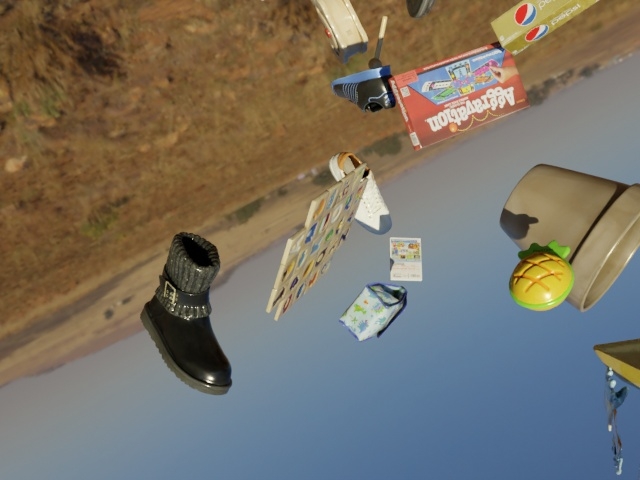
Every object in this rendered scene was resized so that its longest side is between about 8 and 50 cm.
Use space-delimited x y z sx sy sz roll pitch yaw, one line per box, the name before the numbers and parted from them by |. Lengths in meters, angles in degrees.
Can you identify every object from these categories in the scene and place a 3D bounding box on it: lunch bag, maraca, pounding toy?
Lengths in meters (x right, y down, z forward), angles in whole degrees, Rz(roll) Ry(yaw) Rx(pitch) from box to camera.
lunch bag | 0.140 0.171 1.747 0.129 0.096 0.151 -52 159 24
maraca | 0.446 0.067 1.447 0.127 0.099 0.185 -5 -139 26
pounding toy | 0.095 -0.598 2.006 0.155 0.269 0.154 -30 -165 -2

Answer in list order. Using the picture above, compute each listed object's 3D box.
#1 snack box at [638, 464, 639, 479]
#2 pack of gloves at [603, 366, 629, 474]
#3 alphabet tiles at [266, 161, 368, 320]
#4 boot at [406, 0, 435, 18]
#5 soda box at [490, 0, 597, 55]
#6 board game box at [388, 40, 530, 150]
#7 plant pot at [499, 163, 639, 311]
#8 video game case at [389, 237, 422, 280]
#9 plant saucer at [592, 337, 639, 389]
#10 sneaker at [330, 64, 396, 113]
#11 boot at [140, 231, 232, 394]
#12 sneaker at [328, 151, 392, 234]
snack box | 0.730 0.519 1.260 0.060 0.322 0.187 92 17 -50
pack of gloves | 0.671 0.403 1.601 0.046 0.195 0.232 -7 144 16
alphabet tiles | 0.000 0.000 1.427 0.342 0.011 0.285 -41 156 -54
boot | 0.280 -0.457 1.158 0.229 0.091 0.263 11 119 -26
soda box | 0.405 -0.414 1.288 0.181 0.058 0.061 -32 157 31
board game box | 0.274 -0.285 1.386 0.281 0.145 0.027 -24 -174 -24
plant pot | 0.600 -0.040 1.714 0.323 0.280 0.323 -38 150 -27
video game case | 0.235 0.051 1.976 0.087 0.122 0.011 2 161 -3
plant saucer | 0.838 0.296 1.578 0.333 0.081 0.333 -6 -169 -14
sneaker | 0.091 -0.320 1.561 0.081 0.090 0.232 -17 -169 -19
boot | -0.288 0.169 1.697 0.131 0.348 0.260 1 126 -53
sneaker | 0.131 -0.138 2.155 0.106 0.290 0.123 -39 -169 -16
